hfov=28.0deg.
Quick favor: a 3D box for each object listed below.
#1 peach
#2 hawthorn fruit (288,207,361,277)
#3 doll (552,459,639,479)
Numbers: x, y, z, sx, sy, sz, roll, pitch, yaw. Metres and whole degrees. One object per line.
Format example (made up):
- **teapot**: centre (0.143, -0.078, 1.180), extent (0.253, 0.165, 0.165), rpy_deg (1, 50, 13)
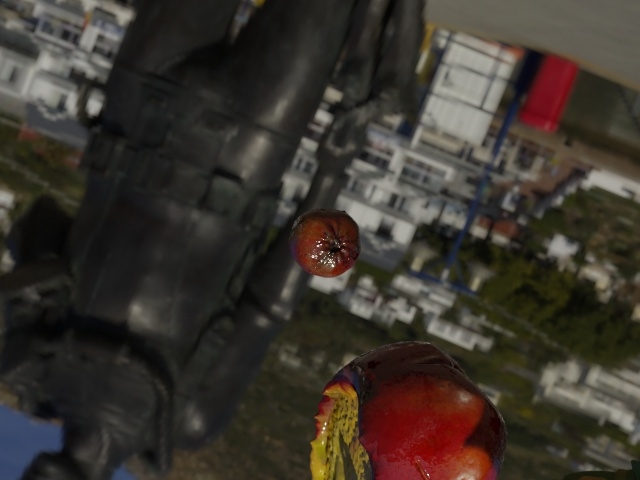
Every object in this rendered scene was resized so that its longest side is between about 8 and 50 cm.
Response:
- **peach**: centre (0.069, 0.214, 1.268), extent (0.190, 0.226, 0.196), rpy_deg (46, 180, 22)
- **hawthorn fruit**: centre (0.002, 0.002, 1.269), extent (0.077, 0.077, 0.077), rpy_deg (22, -174, -3)
- **doll**: centre (0.247, 0.205, 0.945), extent (0.106, 0.186, 0.134), rpy_deg (64, -167, -45)
